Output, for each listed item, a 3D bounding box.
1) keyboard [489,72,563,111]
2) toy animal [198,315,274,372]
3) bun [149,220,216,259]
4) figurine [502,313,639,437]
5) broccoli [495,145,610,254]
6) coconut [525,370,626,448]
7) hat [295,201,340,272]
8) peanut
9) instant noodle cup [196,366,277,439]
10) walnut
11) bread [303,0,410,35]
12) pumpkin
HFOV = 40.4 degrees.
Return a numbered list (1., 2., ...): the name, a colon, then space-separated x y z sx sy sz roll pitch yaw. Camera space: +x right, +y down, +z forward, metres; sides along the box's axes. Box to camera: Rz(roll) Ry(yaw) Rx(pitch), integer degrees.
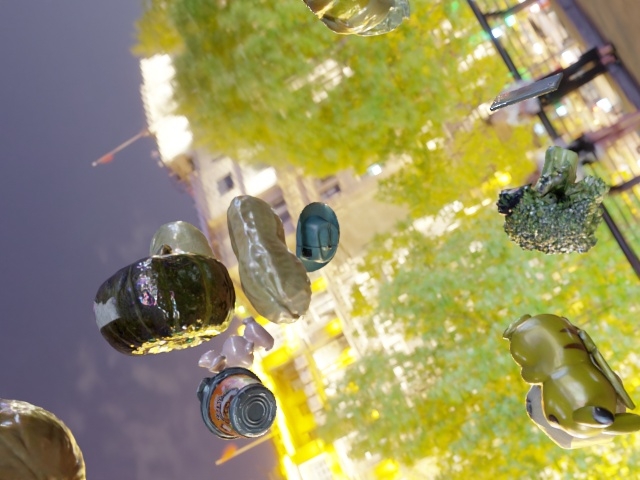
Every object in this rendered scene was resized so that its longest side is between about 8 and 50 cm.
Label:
1. keyboard: 0.459 -0.331 1.948 0.014 0.176 0.055 49 -130 -23
2. toy animal: -0.235 0.318 2.453 0.124 0.212 0.124 50 165 18
3. bun: -0.327 0.063 1.997 0.127 0.222 0.222 -23 -98 -36
4. figurine: 0.530 0.293 1.822 0.218 0.169 0.327 23 -147 -39
5. broccoli: 0.639 -0.089 2.393 0.338 0.277 0.318 -29 -47 -56
6. coconut: 0.572 0.369 1.980 0.202 0.221 0.202 178 90 -80
7. hat: 0.000 0.000 2.208 0.138 0.077 0.191 -9 -70 -43
8. peanut: -0.116 0.033 1.823 0.149 0.149 0.313 43 -158 -53
9. instant noodle cup: -0.182 0.398 2.079 0.208 0.125 0.178 13 -95 -31
10. walnut: -0.549 0.399 1.395 0.333 0.332 0.333 56 -167 -20
11. bread: 0.038 -0.537 1.782 0.333 0.160 0.333 41 -157 -21
12. pumpkin: -0.276 0.100 1.580 0.260 0.260 0.189 17 -123 -72
